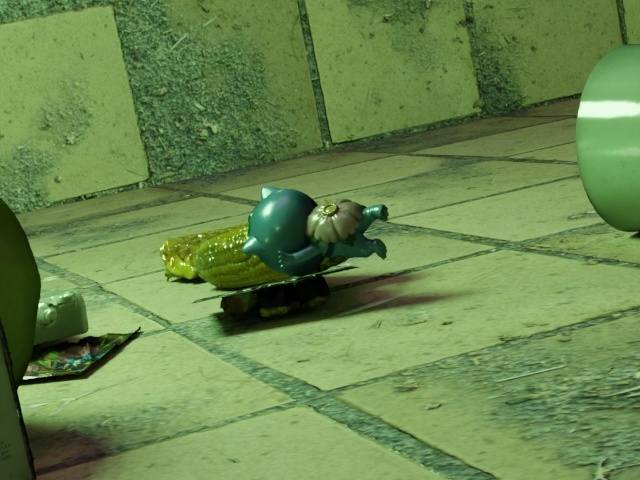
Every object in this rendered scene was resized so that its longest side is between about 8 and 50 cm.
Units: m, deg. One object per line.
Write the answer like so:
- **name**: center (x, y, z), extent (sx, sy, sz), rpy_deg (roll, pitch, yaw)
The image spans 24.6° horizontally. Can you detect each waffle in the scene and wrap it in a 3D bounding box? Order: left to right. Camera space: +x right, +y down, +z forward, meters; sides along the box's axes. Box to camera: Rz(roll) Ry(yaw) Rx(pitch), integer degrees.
- **waffle**: center (-0.157, 0.016, 2.281), extent (0.249, 0.056, 0.253), rpy_deg (-6, 10, 26)

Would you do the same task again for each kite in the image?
- **kite**: center (-0.333, 0.148, 1.750), extent (0.321, 0.016, 0.234), rpy_deg (-15, 12, -29)

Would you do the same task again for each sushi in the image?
- **sushi**: center (-0.053, 0.073, 1.834), extent (0.210, 0.040, 0.193), rpy_deg (-12, 0, -2)

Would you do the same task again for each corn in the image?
- **corn**: center (-0.061, 0.010, 2.000), extent (0.097, 0.097, 0.320), rpy_deg (-18, 2, -43)

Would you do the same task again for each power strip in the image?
- **power strip**: center (-0.384, 0.099, 1.906), extent (0.098, 0.058, 0.338), rpy_deg (-11, 3, -24)

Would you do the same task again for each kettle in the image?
- **kettle**: center (0.578, -0.116, 1.856), extent (0.361, 0.250, 0.377), rpy_deg (21, -13, -42)

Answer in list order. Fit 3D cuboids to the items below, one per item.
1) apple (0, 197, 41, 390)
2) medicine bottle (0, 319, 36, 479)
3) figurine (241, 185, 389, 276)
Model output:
- **apple**: center (-0.440, 0.058, 1.383), extent (0.357, 0.357, 0.357), rpy_deg (-10, 8, 1)
- **medicine bottle**: center (-0.327, 0.150, 1.186), extent (0.052, 0.171, 0.201), rpy_deg (-8, 9, 33)
- **figurine**: center (0.002, -0.003, 1.796), extent (0.178, 0.114, 0.144), rpy_deg (1, -17, 24)
